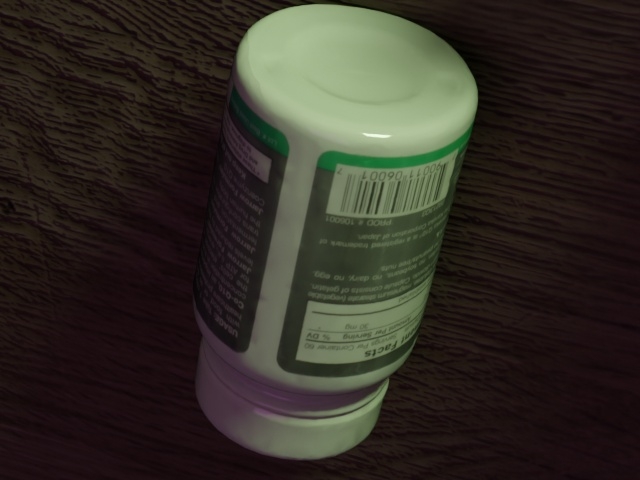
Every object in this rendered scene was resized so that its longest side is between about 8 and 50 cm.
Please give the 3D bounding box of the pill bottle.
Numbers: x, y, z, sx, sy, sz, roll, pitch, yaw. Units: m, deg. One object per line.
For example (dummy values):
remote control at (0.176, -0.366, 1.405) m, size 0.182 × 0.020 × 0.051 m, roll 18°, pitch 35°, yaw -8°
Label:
pill bottle at (0.000, 0.000, 1.683) m, size 0.204 × 0.204 × 0.361 m, roll 22°, pitch 127°, yaw 12°
